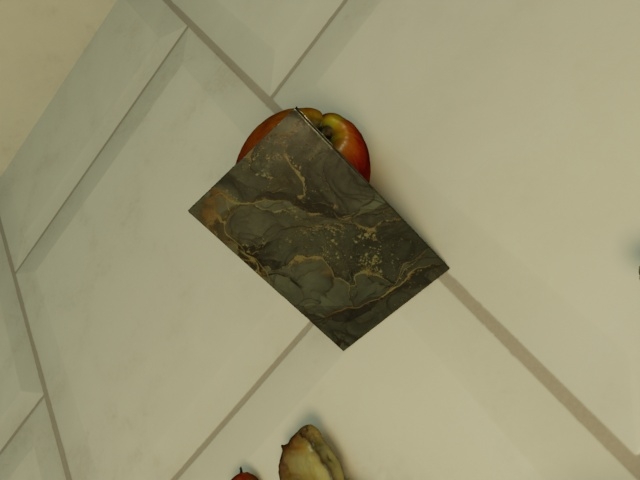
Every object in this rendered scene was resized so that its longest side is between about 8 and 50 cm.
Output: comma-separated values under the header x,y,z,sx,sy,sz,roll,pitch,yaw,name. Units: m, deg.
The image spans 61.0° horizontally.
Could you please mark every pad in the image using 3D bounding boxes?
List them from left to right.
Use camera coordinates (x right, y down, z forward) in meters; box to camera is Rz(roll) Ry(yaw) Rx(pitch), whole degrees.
x,y,z,sx,sy,sz,roll,pitch,yaw,name
0.000,0.000,0.885,0.247,0.367,0.007,-41,15,18,pad

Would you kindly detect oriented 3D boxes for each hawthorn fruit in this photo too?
x,y,z,sx,sy,sz,roll,pitch,yaw,name
-0.136,0.455,0.970,0.077,0.077,0.077,-13,66,33,hawthorn fruit

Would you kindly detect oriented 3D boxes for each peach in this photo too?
x,y,z,sx,sy,sz,roll,pitch,yaw,name
-0.039,-0.103,0.991,0.281,0.237,0.281,-159,90,-83,peach

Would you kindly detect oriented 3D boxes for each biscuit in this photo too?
x,y,z,sx,sy,sz,roll,pitch,yaw,name
0.032,0.428,0.846,0.299,0.045,0.154,38,118,41,biscuit

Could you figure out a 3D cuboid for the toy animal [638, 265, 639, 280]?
x,y,z,sx,sy,sz,roll,pitch,yaw,name
0.488,0.145,0.576,0.266,0.188,0.307,-48,40,-16,toy animal
